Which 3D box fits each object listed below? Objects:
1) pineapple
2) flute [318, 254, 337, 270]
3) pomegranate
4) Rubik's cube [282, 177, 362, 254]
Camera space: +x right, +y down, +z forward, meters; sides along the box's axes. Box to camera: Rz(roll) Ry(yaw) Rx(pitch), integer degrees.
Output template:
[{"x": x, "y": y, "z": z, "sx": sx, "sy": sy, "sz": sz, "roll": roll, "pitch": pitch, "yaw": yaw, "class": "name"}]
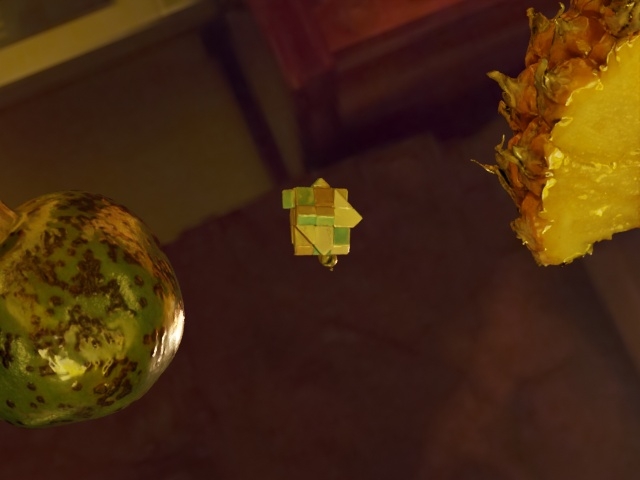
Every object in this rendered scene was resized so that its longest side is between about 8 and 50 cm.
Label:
[{"x": 0.270, "y": -0.181, "z": 1.452, "sx": 0.209, "sy": 0.344, "sz": 0.286, "roll": -130, "pitch": 22, "yaw": -52, "class": "pineapple"}, {"x": 0.000, "y": 0.000, "z": 2.069, "sx": 0.233, "sy": 0.027, "sz": 0.027, "roll": -110, "pitch": -2, "yaw": -78, "class": "flute"}, {"x": -0.270, "y": 0.059, "z": 1.734, "sx": 0.270, "sy": 0.254, "sz": 0.254, "roll": 51, "pitch": 179, "yaw": -17, "class": "pomegranate"}, {"x": 0.002, "y": -0.026, "z": 1.839, "sx": 0.073, "sy": 0.075, "sz": 0.084, "roll": 99, "pitch": 152, "yaw": -43, "class": "Rubik's cube"}]
